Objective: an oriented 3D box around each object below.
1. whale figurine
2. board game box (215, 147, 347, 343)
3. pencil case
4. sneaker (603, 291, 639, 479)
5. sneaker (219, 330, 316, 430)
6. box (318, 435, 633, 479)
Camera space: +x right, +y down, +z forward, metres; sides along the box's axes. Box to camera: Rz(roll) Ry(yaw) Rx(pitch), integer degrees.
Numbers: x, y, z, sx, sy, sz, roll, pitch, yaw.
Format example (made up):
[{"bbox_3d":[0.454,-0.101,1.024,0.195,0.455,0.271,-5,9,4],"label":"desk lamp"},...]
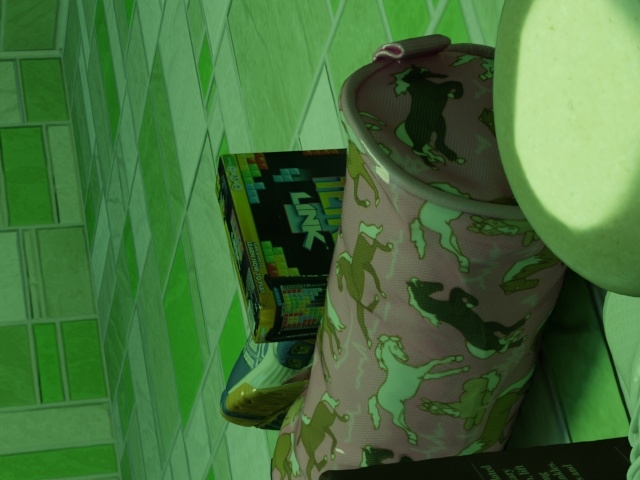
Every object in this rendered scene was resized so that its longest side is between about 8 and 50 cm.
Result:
[{"bbox_3d":[0.197,-0.053,0.617,0.272,0.141,0.216,19,115,47],"label":"whale figurine"},{"bbox_3d":[0.000,0.000,1.249,0.048,0.141,0.170,101,159,-46],"label":"board game box"},{"bbox_3d":[0.064,0.051,1.018,0.386,0.167,0.160,103,-170,-45],"label":"pencil case"},{"bbox_3d":[0.180,0.102,0.686,0.292,0.118,0.110,-113,22,-52],"label":"sneaker"},{"bbox_3d":[-0.014,0.081,1.427,0.296,0.112,0.131,128,145,-56],"label":"sneaker"},{"bbox_3d":[0.114,0.215,0.785,0.168,0.203,0.167,-124,33,-62],"label":"box"}]
